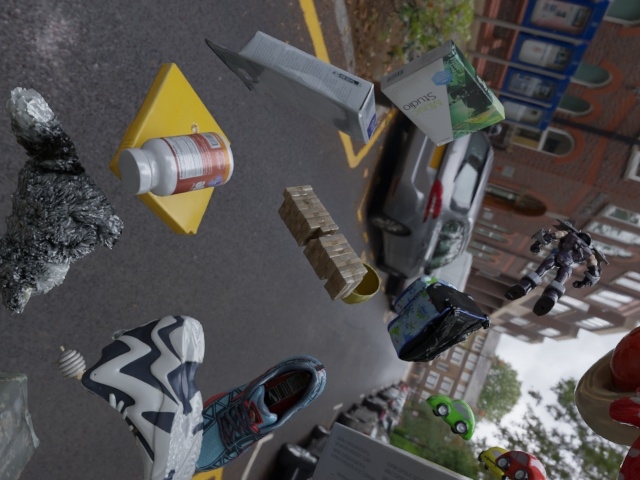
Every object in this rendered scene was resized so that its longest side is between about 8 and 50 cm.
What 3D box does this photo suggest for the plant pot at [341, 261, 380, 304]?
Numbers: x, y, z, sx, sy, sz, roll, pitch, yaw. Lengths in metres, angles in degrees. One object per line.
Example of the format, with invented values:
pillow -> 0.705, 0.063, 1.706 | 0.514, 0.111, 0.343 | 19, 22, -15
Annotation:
plant pot -> 0.103, 0.142, 1.537 | 0.134, 0.134, 0.095 | -53, 172, -45

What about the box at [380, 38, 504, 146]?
box -> 0.362, -0.416, 1.472 | 0.321, 0.232, 0.059 | 29, 55, -39

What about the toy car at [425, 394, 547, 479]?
toy car -> 0.284, 0.346, 0.876 | 0.053, 0.225, 0.239 | -44, 162, -11

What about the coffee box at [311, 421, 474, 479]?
coffee box -> 0.159, 0.489, 0.657 | 0.337, 0.334, 0.339 | -14, -130, 65

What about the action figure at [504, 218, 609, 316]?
action figure -> 0.586, 0.060, 1.238 | 0.285, 0.185, 0.099 | -37, 153, -24

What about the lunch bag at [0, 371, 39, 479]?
lunch bag -> -0.553, 0.294, 0.621 | 0.235, 0.286, 0.169 | -106, -161, -67

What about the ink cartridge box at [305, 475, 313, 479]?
ink cartridge box -> 0.021, 0.535, 0.889 | 0.288, 0.211, 0.122 | -16, 147, -24

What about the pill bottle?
pill bottle -> -0.303, -0.160, 1.060 | 0.216, 0.121, 0.121 | -19, 132, -43

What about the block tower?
block tower -> 0.000, 0.000, 1.393 | 0.090, 0.336, 0.097 | -11, 149, -38

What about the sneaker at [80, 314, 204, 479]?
sneaker -> -0.242, 0.218, 0.656 | 0.094, 0.152, 0.235 | 49, 38, -71

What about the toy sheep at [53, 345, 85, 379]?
toy sheep -> -0.846, 0.414, 1.692 | 0.132, 0.091, 0.091 | 59, 35, -13

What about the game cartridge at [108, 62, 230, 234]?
game cartridge -> -0.348, -0.211, 1.214 | 0.285, 0.052, 0.324 | 58, 39, -50

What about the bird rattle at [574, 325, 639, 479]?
bird rattle -> 0.285, 0.107, 0.369 | 0.253, 0.143, 0.207 | -37, 172, -21

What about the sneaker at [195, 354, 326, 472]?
sneaker -> -0.108, 0.258, 0.774 | 0.261, 0.104, 0.125 | -35, 169, -13

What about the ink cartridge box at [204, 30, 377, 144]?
ink cartridge box -> -0.026, -0.222, 0.720 | 0.045, 0.223, 0.223 | -64, 174, 4

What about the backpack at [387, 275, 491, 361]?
backpack -> 0.149, 0.109, 0.684 | 0.104, 0.084, 0.114 | 19, 122, -37

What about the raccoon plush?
raccoon plush -> -0.634, -0.066, 1.042 | 0.299, 0.216, 0.447 | -44, 141, -27
